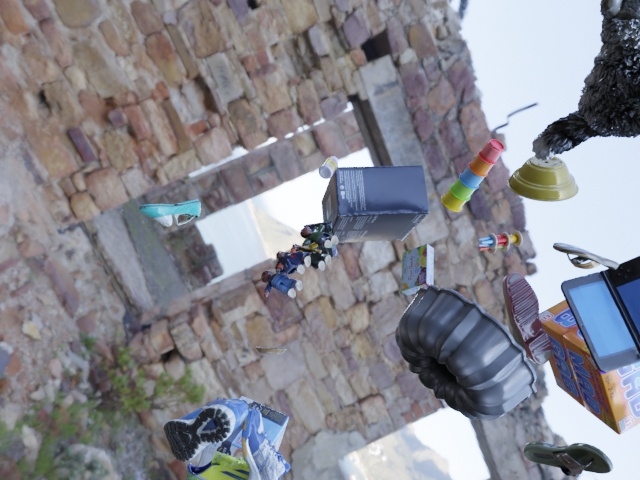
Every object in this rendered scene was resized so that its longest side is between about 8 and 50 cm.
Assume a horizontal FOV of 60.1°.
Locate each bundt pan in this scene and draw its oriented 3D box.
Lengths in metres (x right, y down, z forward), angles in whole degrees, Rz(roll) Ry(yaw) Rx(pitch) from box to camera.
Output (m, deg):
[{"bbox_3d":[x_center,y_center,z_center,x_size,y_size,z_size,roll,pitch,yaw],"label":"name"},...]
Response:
[{"bbox_3d":[0.292,0.262,1.211,0.331,0.124,0.331,43,-21,21],"label":"bundt pan"}]

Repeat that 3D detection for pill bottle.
[{"bbox_3d":[0.025,-0.213,1.596,0.043,0.043,0.083,67,29,-25],"label":"pill bottle"}]

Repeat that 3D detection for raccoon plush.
[{"bbox_3d":[0.574,-0.358,1.168,0.299,0.446,0.216,47,42,-13],"label":"raccoon plush"}]

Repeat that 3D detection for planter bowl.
[{"bbox_3d":[0.710,-0.213,1.754,0.217,0.217,0.090,-119,-159,-55],"label":"planter bowl"}]

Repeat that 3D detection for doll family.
[{"bbox_3d":[-0.051,0.043,1.155,0.111,0.193,0.076,21,-42,43],"label":"doll family"}]

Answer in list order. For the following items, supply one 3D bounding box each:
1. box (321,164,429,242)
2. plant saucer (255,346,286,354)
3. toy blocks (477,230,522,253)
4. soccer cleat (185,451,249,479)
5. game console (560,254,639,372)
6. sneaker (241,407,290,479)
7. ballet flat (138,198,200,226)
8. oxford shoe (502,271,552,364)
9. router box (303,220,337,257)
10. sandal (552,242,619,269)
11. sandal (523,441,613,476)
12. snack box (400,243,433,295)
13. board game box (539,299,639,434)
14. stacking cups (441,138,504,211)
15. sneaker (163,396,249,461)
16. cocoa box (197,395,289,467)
[{"bbox_3d":[0.181,-0.122,1.982,0.343,0.313,0.178,117,-29,-72],"label":"box"},{"bbox_3d":[-0.135,0.298,1.495,0.083,0.083,0.015,85,9,-80],"label":"plant saucer"},{"bbox_3d":[0.559,0.010,1.801,0.123,0.148,0.054,138,-56,-65],"label":"toy blocks"},{"bbox_3d":[-0.278,0.704,1.701,0.093,0.289,0.121,58,16,-77],"label":"soccer cleat"},{"bbox_3d":[0.909,0.209,1.632,0.173,0.250,0.293,1,64,-44],"label":"game console"},{"bbox_3d":[-0.154,0.634,1.616,0.112,0.131,0.296,41,41,-82],"label":"sneaker"},{"bbox_3d":[-0.526,-0.095,1.972,0.083,0.247,0.087,-5,-85,41],"label":"ballet flat"},{"bbox_3d":[0.699,0.273,1.959,0.130,0.123,0.348,9,-60,70],"label":"oxford shoe"},{"bbox_3d":[0.000,0.000,1.864,0.038,0.092,0.122,-23,104,-61],"label":"router box"},{"bbox_3d":[0.650,0.049,1.358,0.072,0.180,0.049,-129,-122,-70],"label":"sandal"},{"bbox_3d":[0.830,0.751,1.866,0.303,0.086,0.120,-18,-71,46],"label":"sandal"},{"bbox_3d":[0.300,0.090,1.714,0.037,0.100,0.141,31,51,-31],"label":"snack box"},{"bbox_3d":[1.092,0.411,2.064,0.356,0.357,0.356,64,-5,-19],"label":"board game box"},{"bbox_3d":[0.574,-0.251,2.094,0.096,0.096,0.316,64,-38,34],"label":"stacking cups"},{"bbox_3d":[-0.328,0.544,1.617,0.147,0.330,0.129,-12,76,-56],"label":"sneaker"},{"bbox_3d":[-0.298,0.811,2.157,0.347,0.228,0.231,-31,141,-75],"label":"cocoa box"}]
